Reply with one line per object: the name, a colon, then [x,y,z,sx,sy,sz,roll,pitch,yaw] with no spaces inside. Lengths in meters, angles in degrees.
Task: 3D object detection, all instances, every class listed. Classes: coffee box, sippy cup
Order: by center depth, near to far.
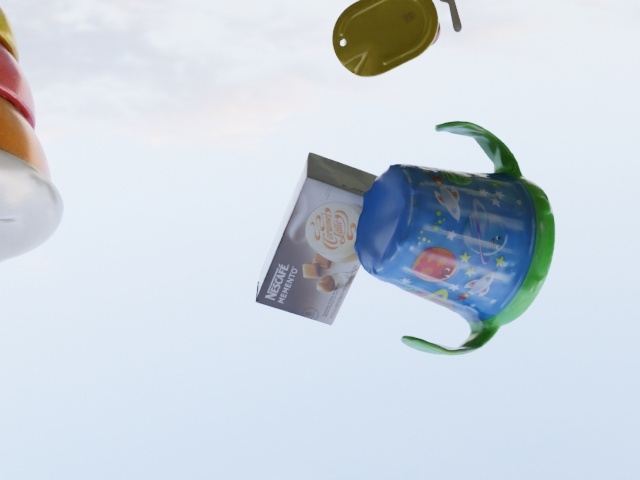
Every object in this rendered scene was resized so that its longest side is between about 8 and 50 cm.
sippy cup: [0.181,-0.007,1.341,0.224,0.240,0.305,15,-136,-24]
coffee box: [0.000,0.000,1.493,0.141,0.246,0.098,19,-152,-10]

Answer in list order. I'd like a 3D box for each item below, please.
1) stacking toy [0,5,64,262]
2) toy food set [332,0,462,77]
stacking toy: [-0.505,-0.231,1.225,0.351,0.350,0.480,-1,-113,0]
toy food set: [0.128,-0.350,1.518,0.218,0.128,0.071,-23,177,12]
